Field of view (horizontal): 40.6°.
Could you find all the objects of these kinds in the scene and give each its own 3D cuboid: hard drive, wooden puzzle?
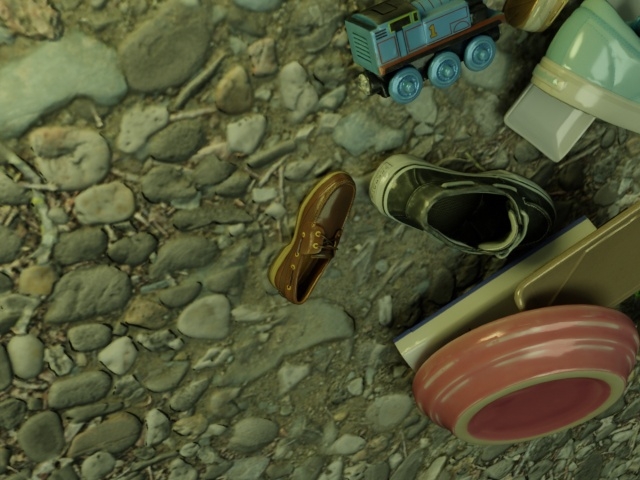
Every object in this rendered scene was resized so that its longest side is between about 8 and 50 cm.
[{"bbox_3d":[0.277,0.111,1.279,0.318,0.040,0.210,-33,143,3],"label":"hard drive"},{"bbox_3d":[0.384,0.045,1.212,0.238,0.044,0.221,-39,143,3],"label":"wooden puzzle"}]

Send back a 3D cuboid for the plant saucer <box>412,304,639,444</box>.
[{"bbox_3d":[0.302,0.209,1.243,0.332,0.084,0.332,-8,147,-5],"label":"plant saucer"}]

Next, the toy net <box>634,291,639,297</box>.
[{"bbox_3d":[0.468,0.038,1.394,0.232,0.045,0.122,4,129,-31],"label":"toy net"}]

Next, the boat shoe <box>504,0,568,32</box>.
[{"bbox_3d":[0.283,-0.320,1.009,0.059,0.063,0.170,10,125,-39],"label":"boat shoe"}]

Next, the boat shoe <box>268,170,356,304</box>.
[{"bbox_3d":[0.000,0.000,1.059,0.064,0.060,0.178,13,114,-38],"label":"boat shoe"}]

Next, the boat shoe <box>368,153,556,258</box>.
[{"bbox_3d":[0.210,-0.024,1.128,0.335,0.119,0.121,6,117,-39],"label":"boat shoe"}]

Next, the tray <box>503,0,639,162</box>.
[{"bbox_3d":[0.351,-0.241,1.126,0.145,0.030,0.270,26,106,-42],"label":"tray"}]

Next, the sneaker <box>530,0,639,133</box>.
[{"bbox_3d":[0.438,-0.209,1.089,0.366,0.135,0.150,7,121,-36],"label":"sneaker"}]

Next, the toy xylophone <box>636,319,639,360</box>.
[{"bbox_3d":[0.594,0.081,1.398,0.236,0.081,0.323,-44,151,-55],"label":"toy xylophone"}]

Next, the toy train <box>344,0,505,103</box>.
[{"bbox_3d":[0.119,-0.226,0.961,0.184,0.080,0.105,-25,126,-14],"label":"toy train"}]
